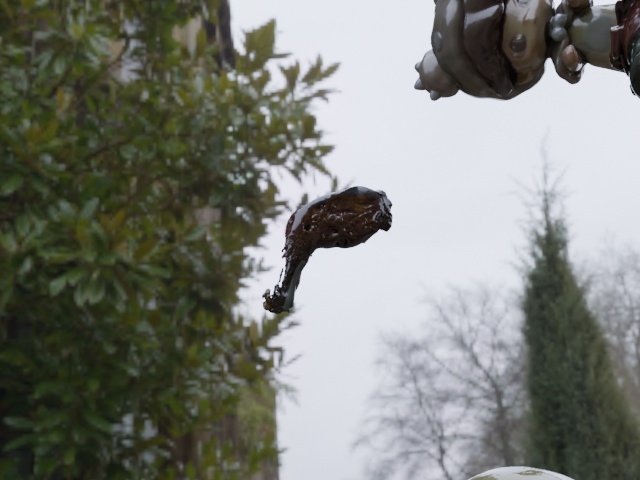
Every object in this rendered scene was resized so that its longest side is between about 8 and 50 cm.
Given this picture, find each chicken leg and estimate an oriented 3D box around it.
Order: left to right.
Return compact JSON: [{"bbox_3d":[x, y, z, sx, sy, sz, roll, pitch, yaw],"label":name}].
[{"bbox_3d":[0.000,0.000,1.371,0.253,0.106,0.051,-41,-5,-28],"label":"chicken leg"}]

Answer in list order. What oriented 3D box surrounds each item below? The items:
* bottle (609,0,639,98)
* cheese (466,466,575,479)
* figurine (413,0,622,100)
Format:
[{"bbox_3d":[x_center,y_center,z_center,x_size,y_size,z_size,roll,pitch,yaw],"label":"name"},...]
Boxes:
[{"bbox_3d":[0.404,-0.258,1.144,0.143,0.271,0.156,36,-39,-12],"label":"bottle"},{"bbox_3d":[0.165,0.265,0.794,0.091,0.175,0.202,4,18,-41],"label":"cheese"},{"bbox_3d":[0.343,-0.334,1.617,0.380,0.248,0.203,6,-2,21],"label":"figurine"}]
